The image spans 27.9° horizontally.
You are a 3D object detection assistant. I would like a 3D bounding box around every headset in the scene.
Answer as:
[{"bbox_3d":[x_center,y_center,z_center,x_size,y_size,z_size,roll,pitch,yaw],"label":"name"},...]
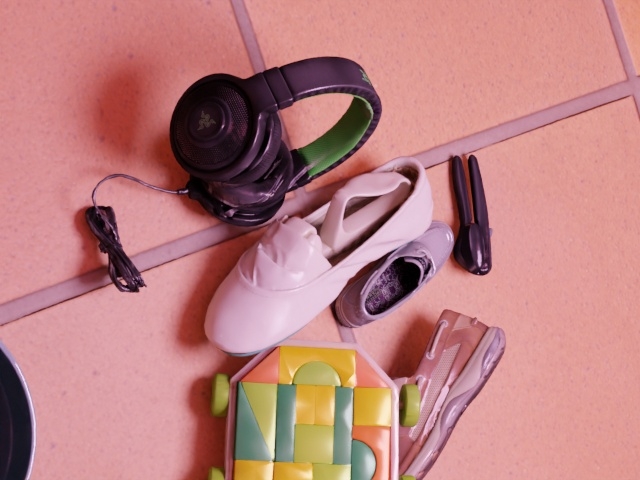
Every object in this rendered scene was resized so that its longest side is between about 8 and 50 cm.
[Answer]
[{"bbox_3d":[-0.100,-0.084,1.602,0.394,0.243,0.185,-23,68,-3],"label":"headset"}]

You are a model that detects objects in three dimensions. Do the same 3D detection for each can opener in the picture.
[{"bbox_3d":[0.225,-0.038,1.892,0.059,0.073,0.186,5,72,-23],"label":"can opener"}]

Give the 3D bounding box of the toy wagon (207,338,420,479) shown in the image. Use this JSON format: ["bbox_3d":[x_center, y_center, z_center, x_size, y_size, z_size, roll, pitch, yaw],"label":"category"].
[{"bbox_3d":[-0.009,0.300,1.631,0.267,0.068,0.344,4,75,-7],"label":"toy wagon"}]

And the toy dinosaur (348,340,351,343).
[{"bbox_3d":[0.007,0.231,1.737,0.093,0.053,0.183,-10,97,-47],"label":"toy dinosaur"}]

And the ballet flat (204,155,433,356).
[{"bbox_3d":[0.000,0.000,1.695,0.400,0.139,0.139,-33,101,-33],"label":"ballet flat"}]

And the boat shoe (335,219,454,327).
[{"bbox_3d":[0.121,0.047,1.802,0.227,0.081,0.079,-39,104,-29],"label":"boat shoe"}]

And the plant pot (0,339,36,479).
[{"bbox_3d":[-0.467,0.202,1.316,0.272,0.255,0.271,7,79,-35],"label":"plant pot"}]

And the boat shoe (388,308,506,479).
[{"bbox_3d":[0.130,0.237,1.779,0.116,0.123,0.324,32,74,12],"label":"boat shoe"}]
